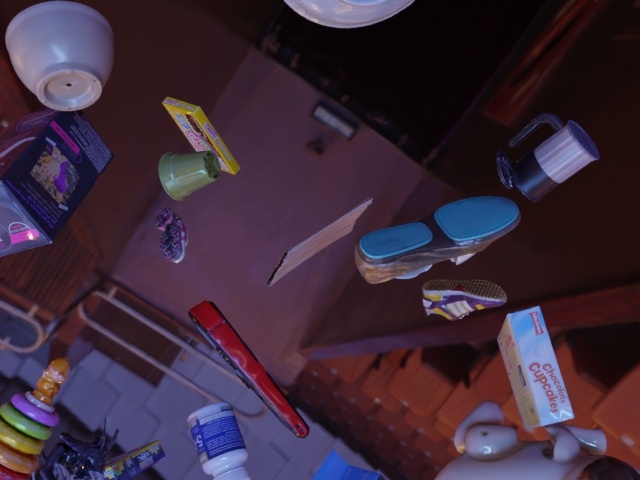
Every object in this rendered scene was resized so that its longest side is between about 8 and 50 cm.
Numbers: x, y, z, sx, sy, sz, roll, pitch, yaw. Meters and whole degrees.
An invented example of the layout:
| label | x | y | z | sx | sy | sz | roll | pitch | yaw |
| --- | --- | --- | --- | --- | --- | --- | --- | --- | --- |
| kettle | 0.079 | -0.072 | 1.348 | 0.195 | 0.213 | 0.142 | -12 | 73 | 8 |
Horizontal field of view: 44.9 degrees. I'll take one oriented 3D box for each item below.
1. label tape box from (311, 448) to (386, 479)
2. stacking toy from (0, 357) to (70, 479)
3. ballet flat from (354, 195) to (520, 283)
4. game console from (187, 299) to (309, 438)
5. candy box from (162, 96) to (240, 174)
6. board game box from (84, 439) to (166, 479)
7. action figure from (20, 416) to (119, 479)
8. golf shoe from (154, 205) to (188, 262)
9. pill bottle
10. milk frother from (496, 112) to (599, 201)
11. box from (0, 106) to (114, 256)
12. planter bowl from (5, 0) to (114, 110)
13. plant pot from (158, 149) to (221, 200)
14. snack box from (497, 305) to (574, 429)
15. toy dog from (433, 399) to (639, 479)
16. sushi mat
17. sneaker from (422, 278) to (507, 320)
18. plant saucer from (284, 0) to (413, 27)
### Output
| label | x | y | z | sx | sy | sz | roll | pitch | yaw |
| --- | --- | --- | --- | --- | --- | --- | --- | --- | --- |
| label tape box | 0.107 | 0.753 | 2.059 | 0.333 | 0.106 | 0.240 | 48 | -127 | -10 |
| stacking toy | -0.600 | 0.369 | 1.569 | 0.166 | 0.302 | 0.175 | 38 | 168 | -23 |
| ballet flat | 0.227 | 0.010 | 1.523 | 0.124 | 0.342 | 0.116 | 88 | 159 | -49 |
| game console | -0.162 | 0.284 | 1.687 | 0.342 | 0.060 | 0.386 | 52 | 169 | 3 |
| candy box | -0.260 | -0.229 | 1.706 | 0.105 | 0.027 | 0.206 | 25 | 159 | 36 |
| board game box | -0.455 | 0.516 | 1.743 | 0.170 | 0.141 | 0.048 | -14 | -99 | -63 |
| action figure | -0.428 | 0.416 | 1.246 | 0.141 | 0.276 | 0.164 | 46 | 167 | 30 |
| golf shoe | -0.350 | -0.007 | 1.905 | 0.086 | 0.067 | 0.186 | 39 | -161 | -39 |
| pill bottle | -0.232 | 0.483 | 1.808 | 0.112 | 0.112 | 0.186 | 17 | -136 | -56 |
| milk frother | 0.386 | -0.142 | 1.346 | 0.129 | 0.135 | 0.143 | 47 | -147 | -4 |
| box | -0.519 | -0.112 | 1.390 | 0.143 | 0.165 | 0.270 | 60 | -150 | -31 |
| planter bowl | -0.392 | -0.270 | 1.190 | 0.162 | 0.162 | 0.109 | 20 | -135 | -51 |
| plant pot | -0.209 | -0.114 | 1.278 | 0.083 | 0.079 | 0.083 | 40 | -136 | -54 |
| snack box | 0.377 | 0.238 | 1.389 | 0.322 | 0.060 | 0.187 | 56 | -161 | -73 |
| toy dog | 0.439 | 0.487 | 1.485 | 0.408 | 0.284 | 0.395 | -3 | 180 | 44 |
| sushi mat | 0.000 | 0.000 | 1.899 | 0.019 | 0.151 | 0.316 | 47 | -129 | 13 |
| sneaker | 0.315 | 0.135 | 1.695 | 0.185 | 0.084 | 0.069 | 5 | -150 | 26 |
| plant saucer | 0.092 | -0.582 | 1.529 | 0.400 | 0.400 | 0.100 | 25 | -149 | -39 |
